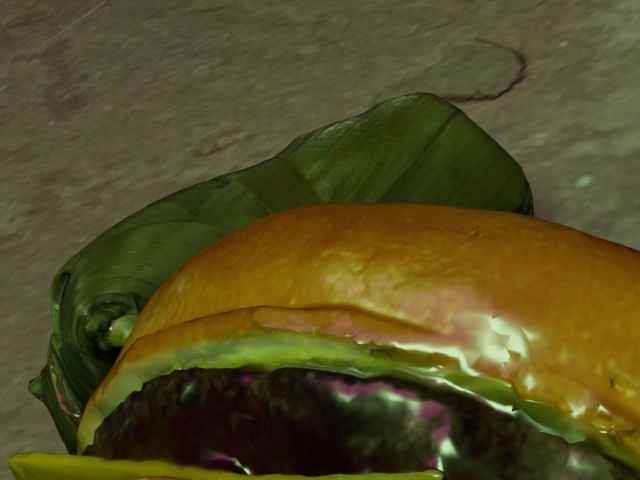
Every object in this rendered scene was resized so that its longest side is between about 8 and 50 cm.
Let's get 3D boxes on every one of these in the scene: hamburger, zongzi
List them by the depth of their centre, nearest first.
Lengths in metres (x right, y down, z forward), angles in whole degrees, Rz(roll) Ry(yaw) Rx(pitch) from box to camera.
[{"bbox_3d":[0.019,0.144,0.499,0.291,0.291,0.225,-3,41,35],"label":"hamburger"},{"bbox_3d":[0.000,0.000,0.746,0.260,0.123,0.289,-36,-10,-19],"label":"zongzi"}]
